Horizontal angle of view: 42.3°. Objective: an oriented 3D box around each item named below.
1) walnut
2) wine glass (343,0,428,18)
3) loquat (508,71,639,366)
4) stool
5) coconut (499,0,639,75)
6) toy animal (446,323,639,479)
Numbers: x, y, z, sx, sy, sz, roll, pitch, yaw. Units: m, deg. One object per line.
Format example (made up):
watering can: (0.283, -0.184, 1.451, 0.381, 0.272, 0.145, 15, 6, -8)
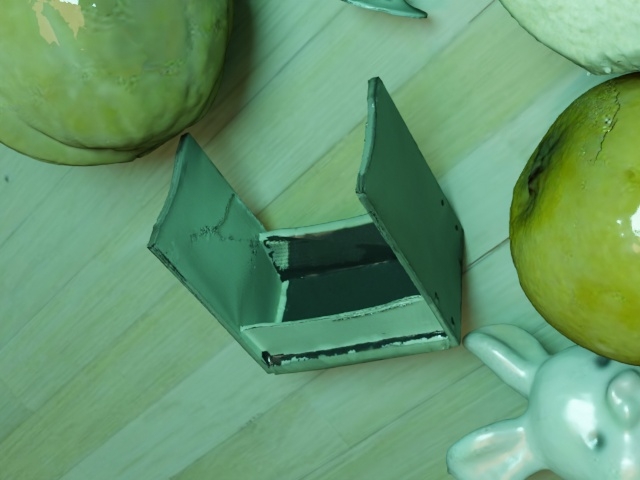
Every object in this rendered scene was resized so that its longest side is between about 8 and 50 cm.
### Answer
walnut: (-0.256, -0.261, 0.885, 0.381, 0.381, 0.381, 7, 112, 19)
wine glass: (0.089, -0.351, 0.838, 0.103, 0.103, 0.231, 20, 113, 13)
loquat: (0.289, -0.019, 0.724, 0.263, 0.263, 0.263, 7, 112, 19)
stool: (0.000, 0.000, 0.907, 0.243, 0.170, 0.270, -13, 137, 25)
coconut: (0.319, -0.312, 0.618, 0.415, 0.415, 0.345, -10, 126, 24)
toy animal: (0.327, 0.197, 0.876, 0.367, 0.196, 0.241, 10, 155, 6)
